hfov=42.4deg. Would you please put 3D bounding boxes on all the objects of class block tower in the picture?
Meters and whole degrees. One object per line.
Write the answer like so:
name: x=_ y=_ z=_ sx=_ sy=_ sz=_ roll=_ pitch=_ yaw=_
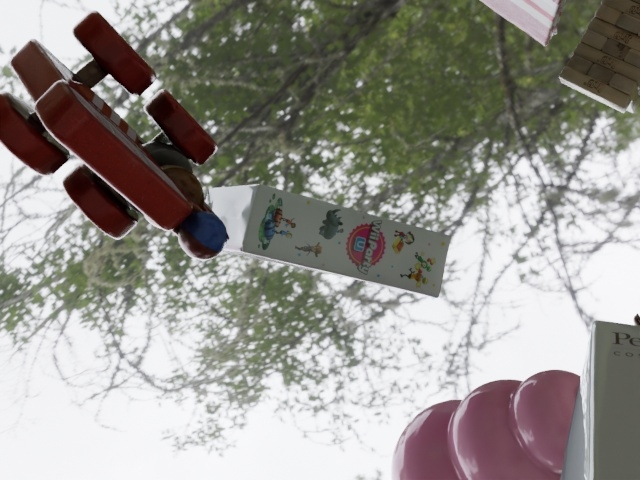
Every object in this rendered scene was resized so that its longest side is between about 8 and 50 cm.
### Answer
block tower: x=0.420 y=-0.318 z=1.007 sx=0.335 sy=0.091 sz=0.097 roll=-60 pitch=-24 yaw=6

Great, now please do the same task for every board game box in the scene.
board game box: x=0.000 y=0.000 z=1.203 sx=0.303 sy=0.224 sz=0.097 roll=13 pitch=-92 yaw=-24

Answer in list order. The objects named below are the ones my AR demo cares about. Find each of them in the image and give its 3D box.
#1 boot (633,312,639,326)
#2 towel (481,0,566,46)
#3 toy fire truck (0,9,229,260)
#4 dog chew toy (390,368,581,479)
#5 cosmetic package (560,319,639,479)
boot: x=0.533 y=0.192 z=1.481 sx=0.037 sy=0.114 sz=0.106 roll=-32 pitch=-77 yaw=-66
towel: x=0.310 y=-0.476 z=1.334 sx=0.237 sy=0.329 sz=0.037 roll=41 pitch=-101 yaw=16
toy fire truck: x=-0.204 y=-0.083 z=0.884 sx=0.169 sy=0.254 sz=0.302 roll=-42 pitch=-46 yaw=0
dog chew toy: x=0.240 y=0.276 z=1.070 sx=0.206 sy=0.332 sz=0.206 roll=21 pitch=-133 yaw=-24
cosmetic package: x=0.224 y=0.206 z=0.392 sx=0.385 sy=0.217 sz=0.156 roll=-59 pitch=-27 yaw=-60
